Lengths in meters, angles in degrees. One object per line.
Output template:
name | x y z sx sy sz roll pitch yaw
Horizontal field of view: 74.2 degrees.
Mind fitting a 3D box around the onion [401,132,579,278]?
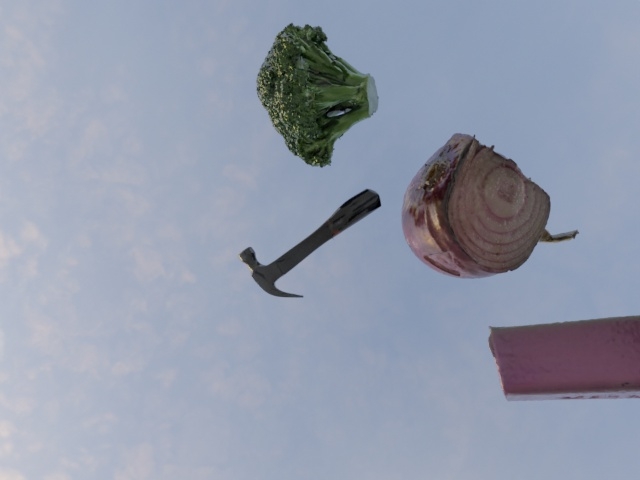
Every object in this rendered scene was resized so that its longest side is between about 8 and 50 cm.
onion | 0.269 -0.056 0.812 0.256 0.230 0.272 -37 -76 -15

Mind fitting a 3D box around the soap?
soap | 0.333 0.136 0.477 0.259 0.181 0.081 -11 -115 20

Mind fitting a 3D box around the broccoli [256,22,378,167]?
broccoli | -0.012 -0.292 0.844 0.241 0.269 0.261 5 -51 19

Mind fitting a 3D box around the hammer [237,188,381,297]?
hammer | 0.000 0.000 0.804 0.290 0.037 0.137 -36 -93 -5
